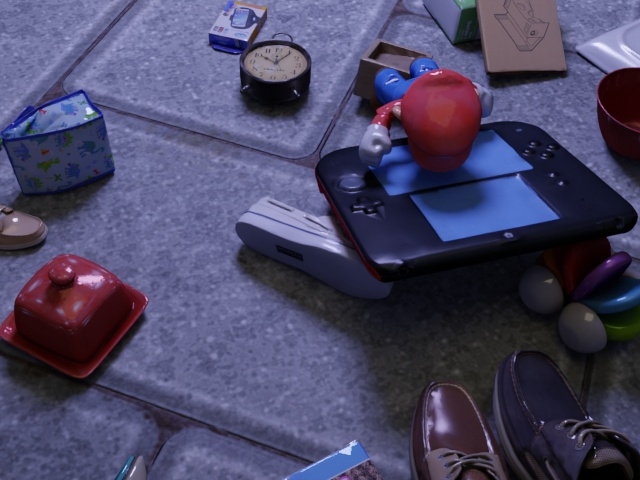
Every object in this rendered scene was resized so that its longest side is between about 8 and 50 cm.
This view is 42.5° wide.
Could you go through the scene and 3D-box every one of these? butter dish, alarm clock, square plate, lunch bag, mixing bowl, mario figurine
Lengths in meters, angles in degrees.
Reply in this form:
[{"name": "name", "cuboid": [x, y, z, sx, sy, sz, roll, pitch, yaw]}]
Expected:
[{"name": "butter dish", "cuboid": [-0.340, 0.077, 1.113, 0.159, 0.118, 0.160, 24, 52, 16]}, {"name": "alarm clock", "cuboid": [-0.079, -0.320, 1.504, 0.129, 0.064, 0.192, 6, 52, 3]}, {"name": "square plate", "cuboid": [0.735, -0.351, 1.585, 0.344, 0.049, 0.347, -27, 56, -23]}, {"name": "lunch bag", "cuboid": [-0.415, -0.147, 1.295, 0.151, 0.129, 0.096, -30, 56, -23]}, {"name": "mixing bowl", "cuboid": [0.554, -0.204, 1.415, 0.181, 0.098, 0.182, 1, 49, -1]}, {"name": "mario figurine", "cuboid": [0.163, -0.179, 1.265, 0.170, 0.198, 0.320, 36, 16, -18]}]

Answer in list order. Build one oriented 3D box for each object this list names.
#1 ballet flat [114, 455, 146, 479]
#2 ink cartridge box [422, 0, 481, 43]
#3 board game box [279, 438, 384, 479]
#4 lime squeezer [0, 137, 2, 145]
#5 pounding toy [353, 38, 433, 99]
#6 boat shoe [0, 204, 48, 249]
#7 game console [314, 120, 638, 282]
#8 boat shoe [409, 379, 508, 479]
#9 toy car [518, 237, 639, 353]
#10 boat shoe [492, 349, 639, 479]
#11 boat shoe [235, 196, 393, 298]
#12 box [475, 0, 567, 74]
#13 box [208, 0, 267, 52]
[{"name": "ballet flat", "cuboid": [-0.247, 0.360, 0.913, 0.086, 0.086, 0.248, 22, 53, 15]}, {"name": "ink cartridge box", "cuboid": [0.339, -0.494, 1.655, 0.219, 0.093, 0.160, -13, 53, -15]}, {"name": "board game box", "cuboid": [0.009, 0.399, 0.841, 0.232, 0.141, 0.291, -21, 54, -20]}, {"name": "lime squeezer", "cuboid": [-0.613, -0.089, 1.260, 0.058, 0.110, 0.310, 6, 16, 23]}, {"name": "pounding toy", "cuboid": [0.139, -0.276, 1.471, 0.141, 0.100, 0.130, 19, 37, 10]}, {"name": "boat shoe", "cuboid": [-0.498, -0.030, 1.235, 0.170, 0.059, 0.063, 6, 49, 2]}, {"name": "game console", "cuboid": [0.207, -0.074, 1.207, 0.386, 0.060, 0.342, -11, 29, -10]}, {"name": "boat shoe", "cuboid": [0.178, 0.298, 0.953, 0.123, 0.116, 0.325, -4, 50, -6]}, {"name": "toy car", "cuboid": [0.385, 0.056, 1.158, 0.159, 0.136, 0.182, -26, 55, -23]}, {"name": "boat shoe", "cuboid": [0.318, 0.270, 0.961, 0.132, 0.130, 0.356, 0, 51, -25]}, {"name": "boat shoe", "cuboid": [0.000, 0.000, 1.214, 0.258, 0.095, 0.084, 25, 57, 16]}, {"name": "box", "cuboid": [0.378, -0.415, 1.561, 0.164, 0.021, 0.201, -5, 82, -14]}, {"name": "box", "cuboid": [-0.163, -0.418, 1.608, 0.081, 0.028, 0.136, 13, 48, 8]}]
